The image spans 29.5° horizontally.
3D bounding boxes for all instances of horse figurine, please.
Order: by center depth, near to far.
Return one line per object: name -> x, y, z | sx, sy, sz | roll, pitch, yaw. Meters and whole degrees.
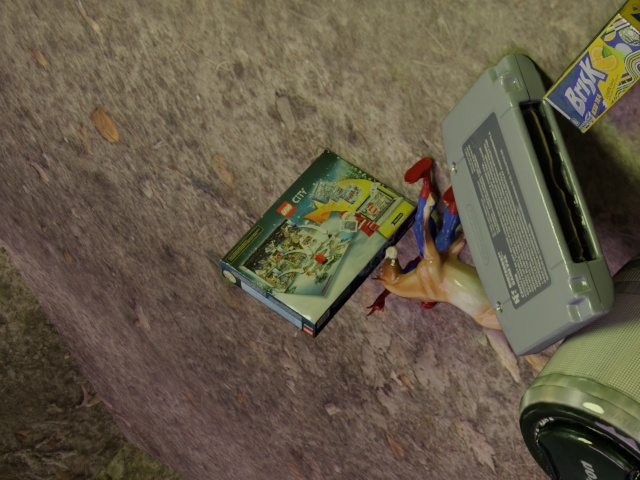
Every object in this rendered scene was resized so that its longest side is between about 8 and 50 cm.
horse figurine -> 0.203, 0.043, 1.508 | 0.263, 0.066, 0.174 | 23, 123, 7

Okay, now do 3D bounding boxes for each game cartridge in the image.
game cartridge -> 0.217, -0.031, 1.332 | 0.196, 0.060, 0.294 | 135, 123, -62

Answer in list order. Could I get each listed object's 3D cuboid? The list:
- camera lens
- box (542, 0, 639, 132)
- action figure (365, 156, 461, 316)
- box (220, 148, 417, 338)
camera lens -> 0.364, 0.158, 1.318 | 0.219, 0.274, 0.219 | 33, 153, 19
box -> 0.283, -0.173, 1.174 | 0.059, 0.054, 0.169 | 41, 155, 3
action figure -> 0.132, 0.030, 1.622 | 0.091, 0.139, 0.280 | 31, 155, 24
box -> 0.000, 0.000, 1.639 | 0.159, 0.233, 0.044 | 33, 153, 20
